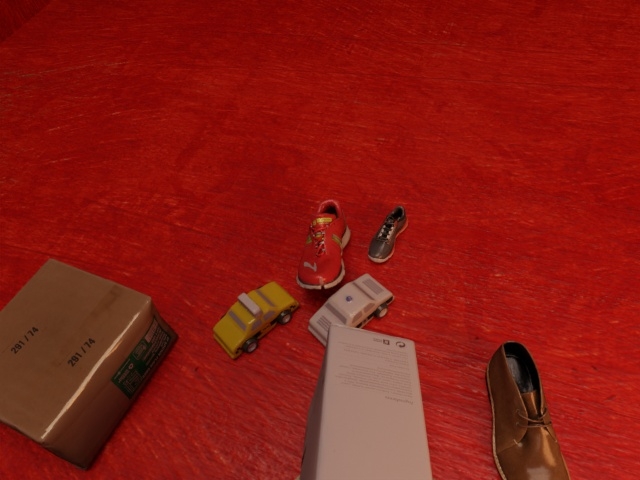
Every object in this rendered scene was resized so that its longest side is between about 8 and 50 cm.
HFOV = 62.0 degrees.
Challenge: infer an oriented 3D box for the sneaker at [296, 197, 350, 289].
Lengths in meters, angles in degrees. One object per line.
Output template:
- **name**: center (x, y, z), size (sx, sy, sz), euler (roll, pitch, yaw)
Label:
- **sneaker**: center (0.000, 0.000, 1.174), size (0.108, 0.118, 0.279), euler (-4, 34, 11)

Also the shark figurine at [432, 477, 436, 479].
- **shark figurine**: center (0.179, 0.498, 0.818), size (0.116, 0.166, 0.278), euler (-23, 66, 25)

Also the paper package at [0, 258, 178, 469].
- **paper package**: center (-0.517, 0.240, 1.085), size (0.310, 0.168, 0.324), euler (17, 56, 21)

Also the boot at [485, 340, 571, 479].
- **boot**: center (0.348, 0.316, 0.900), size (0.113, 0.115, 0.305), euler (-7, 52, 2)

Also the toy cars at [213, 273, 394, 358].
- **toy cars**: center (-0.040, 0.145, 1.122), size (0.394, 0.087, 0.176), euler (-5, 52, 6)

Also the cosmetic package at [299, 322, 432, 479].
- **cosmetic package**: center (0.054, 0.326, 0.771), size (0.156, 0.217, 0.385), euler (12, 26, 0)

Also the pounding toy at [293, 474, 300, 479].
- **pounding toy**: center (-0.007, 0.451, 0.865), size (0.141, 0.100, 0.130), euler (-36, 54, -18)

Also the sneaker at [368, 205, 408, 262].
- **sneaker**: center (0.152, -0.021, 1.232), size (0.061, 0.064, 0.157), euler (18, 57, 23)
